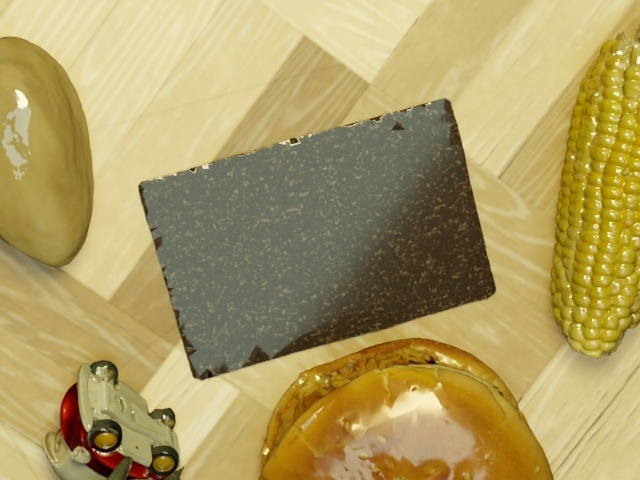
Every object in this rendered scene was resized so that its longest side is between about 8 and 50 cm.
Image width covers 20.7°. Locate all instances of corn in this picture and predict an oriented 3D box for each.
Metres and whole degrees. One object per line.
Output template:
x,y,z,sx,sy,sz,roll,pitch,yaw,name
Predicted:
0.303,-0.055,1.749,0.130,0.130,0.347,7,104,-9,corn

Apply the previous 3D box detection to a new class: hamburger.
0.089,0.263,1.770,0.290,0.170,0.314,-30,106,6,hamburger

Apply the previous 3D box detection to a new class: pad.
0.000,0.000,1.781,0.330,0.004,0.220,-15,104,-4,pad

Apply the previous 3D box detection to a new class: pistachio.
-0.283,-0.083,1.669,0.135,0.136,0.226,-15,110,-4,pistachio

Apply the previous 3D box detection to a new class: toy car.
-0.217,0.205,1.756,0.139,0.112,0.112,37,112,-29,toy car

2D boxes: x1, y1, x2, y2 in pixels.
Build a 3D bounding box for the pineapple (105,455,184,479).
-0.271,0.360,1.721,0.165,0.165,0.364,35,110,-13,pineapple
